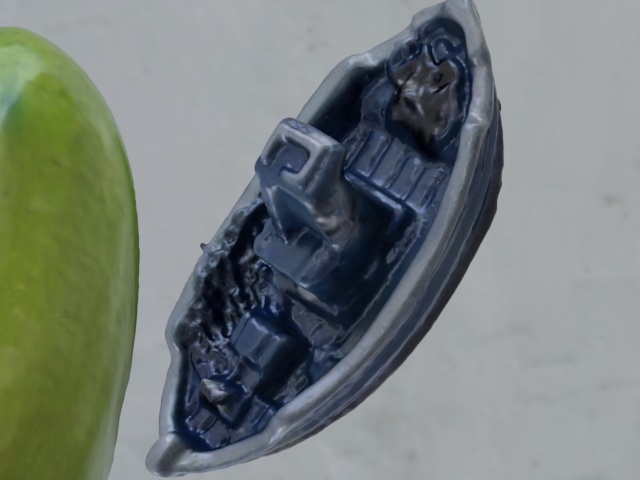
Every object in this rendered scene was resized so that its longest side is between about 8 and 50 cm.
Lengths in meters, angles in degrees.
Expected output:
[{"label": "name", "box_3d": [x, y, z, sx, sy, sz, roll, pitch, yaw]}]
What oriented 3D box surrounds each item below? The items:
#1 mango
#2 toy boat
[{"label": "mango", "box_3d": [-0.146, 0.063, 0.700, 0.185, 0.149, 0.273, 121, 170, -51]}, {"label": "toy boat", "box_3d": [0.000, 0.000, 1.077, 0.309, 0.129, 0.142, -57, -35, 0]}]
